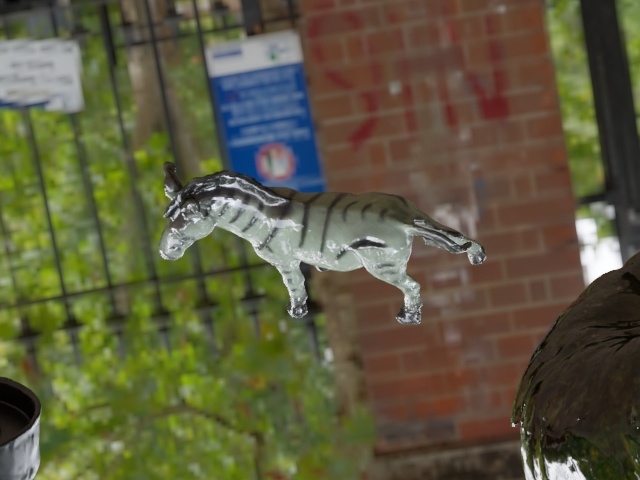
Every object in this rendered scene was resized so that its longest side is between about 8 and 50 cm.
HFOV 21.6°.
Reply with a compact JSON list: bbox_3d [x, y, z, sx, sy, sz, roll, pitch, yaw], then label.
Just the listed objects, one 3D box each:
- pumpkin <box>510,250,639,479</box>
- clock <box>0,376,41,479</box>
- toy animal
[{"bbox_3d":[0.211,0.075,0.889,0.238,0.159,0.238,-25,-171,4],"label":"pumpkin"},{"bbox_3d":[-0.247,0.117,0.936,0.184,0.040,0.184,-2,-166,0],"label":"clock"},{"bbox_3d":[0.000,-0.005,1.230,0.217,0.073,0.176,-1,153,21],"label":"toy animal"}]
